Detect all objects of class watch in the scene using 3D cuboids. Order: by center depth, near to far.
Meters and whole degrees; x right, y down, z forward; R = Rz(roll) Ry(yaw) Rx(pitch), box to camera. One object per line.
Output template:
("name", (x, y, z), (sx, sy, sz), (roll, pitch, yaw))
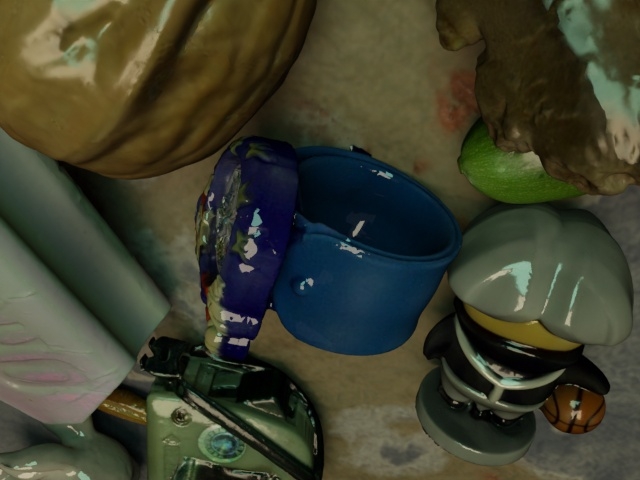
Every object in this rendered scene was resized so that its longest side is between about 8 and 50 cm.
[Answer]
("watch", (0.003, 0.000, 0.501), (0.200, 0.196, 0.171), (9, 132, -18))

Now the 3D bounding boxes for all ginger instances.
("ginger", (0.149, -0.150, 0.378), (0.166, 0.080, 0.333), (-38, 74, 29))

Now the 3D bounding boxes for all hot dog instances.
("hot dog", (-0.233, 0.206, 0.737), (0.137, 0.028, 0.044), (18, 146, 4))

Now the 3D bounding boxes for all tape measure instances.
("tape measure", (-0.092, 0.228, 0.663), (0.207, 0.115, 0.235), (7, 114, 1))

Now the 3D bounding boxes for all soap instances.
("soap", (-0.290, 0.037, 0.553), (0.208, 0.115, 0.347), (-6, 134, 22))

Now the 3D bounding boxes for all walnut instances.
("walnut", (-0.122, -0.164, 0.409), (0.225, 0.225, 0.261), (38, 114, -10))

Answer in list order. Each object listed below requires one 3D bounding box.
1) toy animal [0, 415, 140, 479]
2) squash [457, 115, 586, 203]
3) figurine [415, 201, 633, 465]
("toy animal", (-0.335, 0.305, 0.758), (0.178, 0.127, 0.193), (39, 121, -9))
("squash", (0.282, -0.109, 0.420), (0.378, 0.101, 0.101), (-20, 113, 19))
("figurine", (0.181, 0.082, 0.526), (0.175, 0.133, 0.236), (14, 122, 9))
